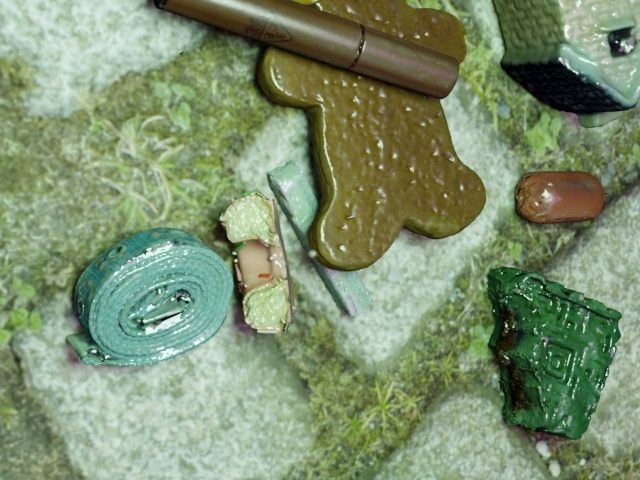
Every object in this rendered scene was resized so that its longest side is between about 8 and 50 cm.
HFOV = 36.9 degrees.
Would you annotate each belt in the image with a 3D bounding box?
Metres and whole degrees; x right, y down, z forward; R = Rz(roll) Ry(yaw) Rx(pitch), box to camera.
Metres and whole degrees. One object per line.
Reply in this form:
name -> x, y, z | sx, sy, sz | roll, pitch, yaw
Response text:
belt -> -0.184, 0.059, 1.052 | 0.163, 0.082, 0.147 | 5, 102, -31

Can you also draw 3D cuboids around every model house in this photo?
model house -> 0.391, -0.299, 1.239 | 0.299, 0.243, 0.284 | -17, 107, -14

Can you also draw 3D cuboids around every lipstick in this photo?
lipstick -> -0.008, -0.230, 1.067 | 0.357, 0.057, 0.057 | 13, 88, -24

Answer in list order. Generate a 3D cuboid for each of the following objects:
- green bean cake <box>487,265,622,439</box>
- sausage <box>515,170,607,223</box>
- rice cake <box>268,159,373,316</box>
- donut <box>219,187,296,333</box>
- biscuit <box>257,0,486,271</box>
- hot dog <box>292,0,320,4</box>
green bean cake -> 0.298, 0.158, 1.300 | 0.194, 0.107, 0.208 | 22, 85, -28
sausage -> 0.332, -0.060, 1.318 | 0.141, 0.076, 0.076 | 0, 94, -27
rice cake -> 0.000, 0.000, 1.169 | 0.043, 0.034, 0.210 | -38, 110, -24
donut -> -0.069, 0.025, 1.099 | 0.065, 0.117, 0.166 | -10, 90, 2
biscuit -> 0.056, -0.194, 1.162 | 0.283, 0.064, 0.431 | -17, 93, -26
hot dog -> -0.069, -0.305, 1.062 | 0.189, 0.055, 0.072 | 6, 80, 0
